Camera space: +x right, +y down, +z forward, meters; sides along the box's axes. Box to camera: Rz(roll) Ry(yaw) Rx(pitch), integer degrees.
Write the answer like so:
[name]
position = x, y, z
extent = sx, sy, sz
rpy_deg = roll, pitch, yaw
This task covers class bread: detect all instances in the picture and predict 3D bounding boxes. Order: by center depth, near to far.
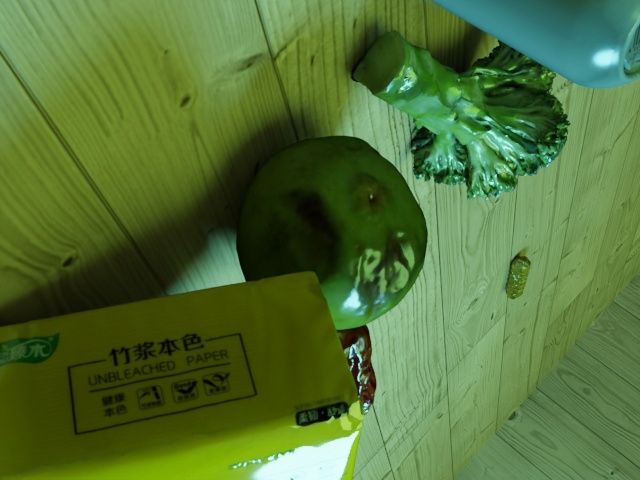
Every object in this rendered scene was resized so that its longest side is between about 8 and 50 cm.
[bread]
position = 0.500, 0.095, 2.167
extent = 0.052, 0.044, 0.157
rpy_deg = -34, 149, -21

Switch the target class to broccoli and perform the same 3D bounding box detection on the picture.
[broccoli]
position = 0.201, -0.207, 1.188
extent = 0.252, 0.221, 0.361
rpy_deg = -19, 158, 16

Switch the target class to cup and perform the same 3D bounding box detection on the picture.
[cup]
position = 0.260, -0.318, 0.976
extent = 0.205, 0.312, 0.205
rpy_deg = -35, 148, -26

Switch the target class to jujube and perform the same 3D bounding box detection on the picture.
[jujube]
position = 0.021, 0.219, 1.465
extent = 0.155, 0.155, 0.230
rpy_deg = -31, 137, -36

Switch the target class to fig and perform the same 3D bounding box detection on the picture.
[fig]
position = 0.000, 0.000, 1.083
extent = 0.239, 0.239, 0.271
rpy_deg = -27, 175, -40

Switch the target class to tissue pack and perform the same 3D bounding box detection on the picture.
[tissue pack]
position = -0.167, 0.216, 0.935
extent = 0.382, 0.228, 0.293
rpy_deg = -11, 139, -13
